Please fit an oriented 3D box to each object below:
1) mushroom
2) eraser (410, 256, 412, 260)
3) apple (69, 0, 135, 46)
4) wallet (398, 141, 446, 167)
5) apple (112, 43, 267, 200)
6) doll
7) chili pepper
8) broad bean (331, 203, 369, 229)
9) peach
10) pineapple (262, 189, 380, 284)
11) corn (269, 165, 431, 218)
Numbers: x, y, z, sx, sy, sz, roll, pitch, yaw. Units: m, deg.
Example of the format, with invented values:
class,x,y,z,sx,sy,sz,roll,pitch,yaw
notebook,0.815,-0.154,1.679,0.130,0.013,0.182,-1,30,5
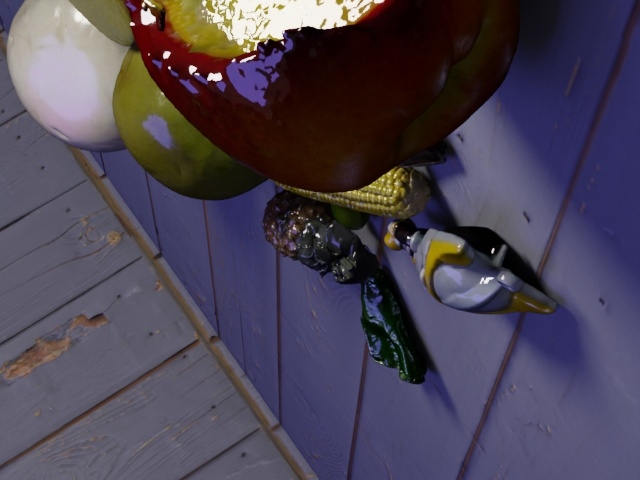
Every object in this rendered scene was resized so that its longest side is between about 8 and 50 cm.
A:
class,x,y,z,sx,sy,sz,roll,pitch,yaw
mushroom,-0.393,-0.311,2.444,0.356,0.315,0.315,33,151,54
eraser,0.155,0.042,1.989,0.099,0.019,0.027,43,159,48
apple,-0.330,-0.456,2.067,0.360,0.311,0.320,51,-156,1
wallet,0.043,-0.159,1.733,0.232,0.031,0.122,34,162,-22
apple,-0.192,-0.195,2.215,0.295,0.233,0.258,60,176,-14
doll,0.165,0.025,1.777,0.145,0.103,0.316,59,171,-18
chili pepper,0.111,0.137,2.240,0.108,0.062,0.216,27,145,52
broad bean,0.051,-0.087,2.003,0.098,0.056,0.318,57,163,10
peach,0.006,-0.219,1.367,0.406,0.335,0.310,40,177,41
pineapple,0.000,0.000,2.226,0.237,0.119,0.111,34,111,52
corn,0.031,-0.083,1.895,0.248,0.081,0.081,17,140,38
